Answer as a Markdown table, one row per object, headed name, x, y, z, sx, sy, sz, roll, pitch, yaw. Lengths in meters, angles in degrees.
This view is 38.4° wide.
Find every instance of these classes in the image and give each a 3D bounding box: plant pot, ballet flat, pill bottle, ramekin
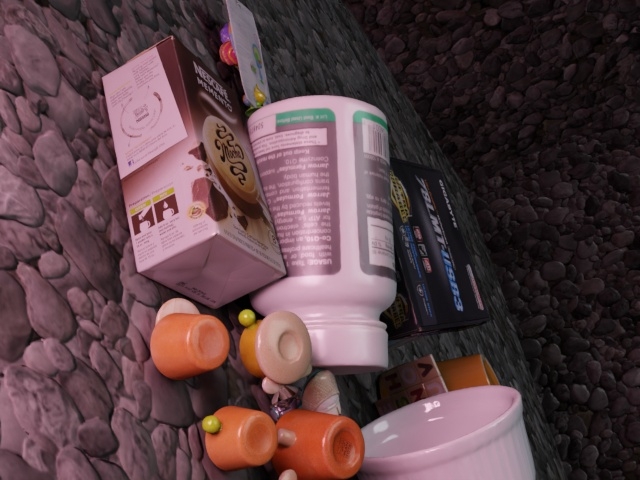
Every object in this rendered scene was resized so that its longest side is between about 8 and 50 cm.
| name | x | y | z | sx | sy | sz | roll | pitch | yaw |
| --- | --- | --- | --- | --- | --- | --- | --- | --- | --- |
| plant pot | 0.237 | 0.303 | 1.689 | 0.205 | 0.188 | 0.205 | 57 | 16 | -27 |
| ballet flat | -0.043 | 0.215 | 1.243 | 0.041 | 0.041 | 0.114 | 64 | 15 | 0 |
| ballet flat | 0.006 | 0.227 | 1.218 | 0.052 | 0.057 | 0.168 | 45 | -26 | 25 |
| pill bottle | 0.000 | 0.000 | 1.271 | 0.204 | 0.204 | 0.360 | 27 | 59 | -64 |
| ramekin | 0.185 | 0.330 | 1.374 | 0.277 | 0.277 | 0.135 | -27 | 99 | -74 |

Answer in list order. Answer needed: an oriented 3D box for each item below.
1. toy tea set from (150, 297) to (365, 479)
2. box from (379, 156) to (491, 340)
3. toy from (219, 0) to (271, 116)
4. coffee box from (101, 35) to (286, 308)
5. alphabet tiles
| name | x | y | z | sx | sy | sz | roll | pitch | yaw |
| --- | --- | --- | --- | --- | --- | --- | --- | --- | --- |
| toy tea set | -0.082 | 0.200 | 1.078 | 0.200 | 0.124 | 0.336 | -40 | 109 | -43 |
| box | 0.161 | 0.012 | 1.534 | 0.293 | 0.073 | 0.295 | 3 | 68 | -57 |
| toy | -0.149 | -0.338 | 1.700 | 0.137 | 0.056 | 0.237 | 30 | 42 | -68 |
| coffee box | -0.163 | -0.085 | 1.169 | 0.168 | 0.119 | 0.297 | 35 | 33 | -57 |
| alphabet tiles | 0.191 | 0.318 | 1.548 | 0.009 | 0.198 | 0.237 | -14 | 78 | -48 |
